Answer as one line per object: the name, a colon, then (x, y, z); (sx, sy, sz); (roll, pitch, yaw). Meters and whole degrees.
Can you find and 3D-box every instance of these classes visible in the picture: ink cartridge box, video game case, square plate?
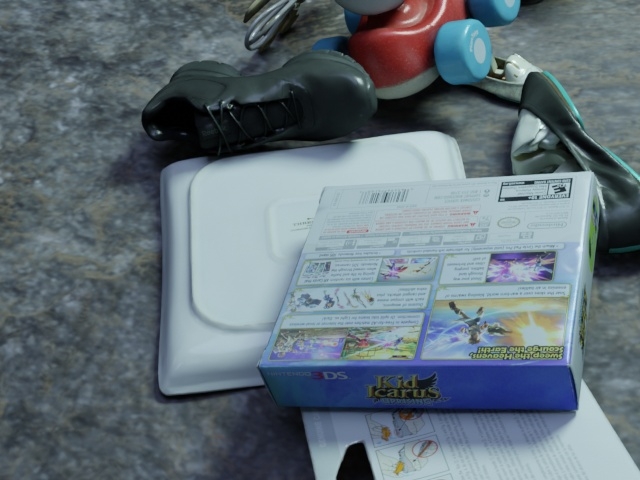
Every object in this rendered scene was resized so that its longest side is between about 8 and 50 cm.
ink cartridge box: (0.118, 0.187, 0.924); (0.239, 0.060, 0.275); (-17, 28, 0)
video game case: (0.105, 0.042, 1.022); (0.269, 0.061, 0.244); (-2, 40, 21)
square plate: (0.000, 0.000, 1.192); (0.347, 0.049, 0.344); (-7, 43, -1)

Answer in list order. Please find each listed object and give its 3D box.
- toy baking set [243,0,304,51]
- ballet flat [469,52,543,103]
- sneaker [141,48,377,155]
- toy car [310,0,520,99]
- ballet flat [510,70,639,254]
toy baking set: (-0.019, -0.311, 1.419); (0.030, 0.256, 0.197); (41, 99, 2)
ballet flat: (0.216, -0.207, 1.385); (0.168, 0.052, 0.057); (18, 48, 23)
sneaker: (-0.073, -0.142, 1.280); (0.286, 0.109, 0.130); (-2, 26, 29)
toy car: (0.079, -0.310, 1.326); (0.219, 0.238, 0.210); (1, 47, 36)
ballet flat: (0.265, -0.087, 1.228); (0.096, 0.095, 0.280); (-26, 46, -4)
